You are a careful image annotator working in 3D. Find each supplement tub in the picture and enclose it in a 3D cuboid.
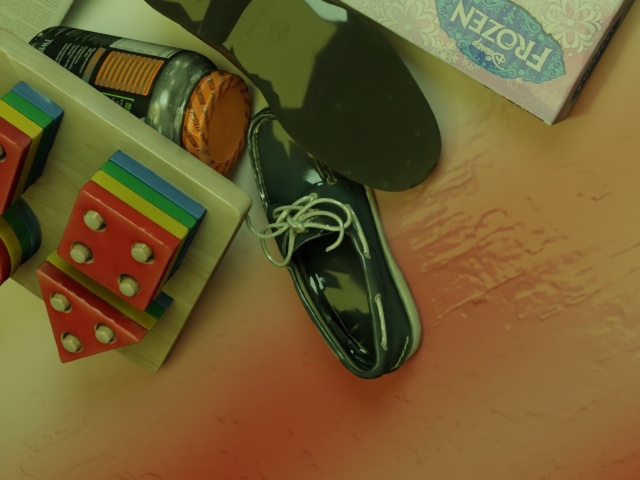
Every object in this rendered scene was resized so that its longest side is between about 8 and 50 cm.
[{"bbox_3d":[-0.165,-0.118,1.197,0.190,0.117,0.117,14,104,21],"label":"supplement tub"}]

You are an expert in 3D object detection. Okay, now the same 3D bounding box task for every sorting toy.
[{"bbox_3d":[-0.223,-0.006,1.177,0.257,0.089,0.255,34,136,2],"label":"sorting toy"}]

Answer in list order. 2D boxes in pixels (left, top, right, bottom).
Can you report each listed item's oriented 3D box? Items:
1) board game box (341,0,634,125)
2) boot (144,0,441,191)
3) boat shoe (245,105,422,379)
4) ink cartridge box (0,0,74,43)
[{"bbox_3d":[0.129,-0.305,1.054,0.318,0.066,0.318,32,110,14],"label":"board game box"},{"bbox_3d":[-0.022,-0.160,1.145,0.305,0.115,0.112,40,96,-5],"label":"boot"},{"bbox_3d":[0.000,0.000,1.163,0.095,0.079,0.254,-23,89,27],"label":"boat shoe"},{"bbox_3d":[-0.318,-0.252,1.245,0.189,0.066,0.232,31,135,-13],"label":"ink cartridge box"}]
